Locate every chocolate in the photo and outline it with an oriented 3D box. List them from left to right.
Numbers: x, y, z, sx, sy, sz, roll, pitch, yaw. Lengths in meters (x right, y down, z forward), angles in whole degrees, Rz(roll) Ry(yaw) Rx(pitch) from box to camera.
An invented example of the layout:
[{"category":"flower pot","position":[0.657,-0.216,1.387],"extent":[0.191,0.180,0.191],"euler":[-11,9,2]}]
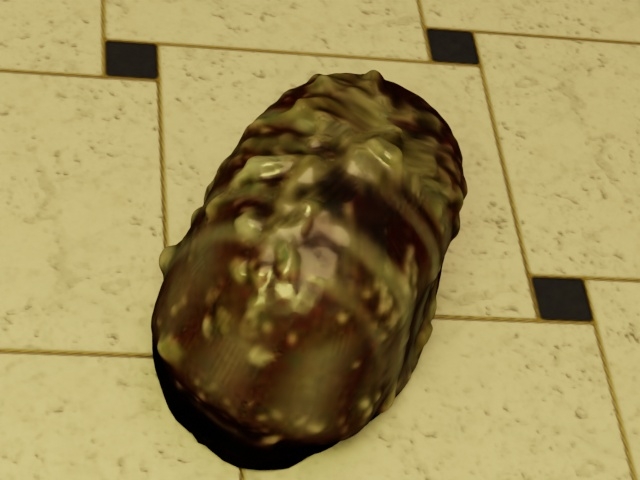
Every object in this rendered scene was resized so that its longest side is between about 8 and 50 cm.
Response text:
[{"category":"chocolate","position":[0.000,0.000,1.339],"extent":[0.225,0.210,0.340],"euler":[25,48,6]}]
